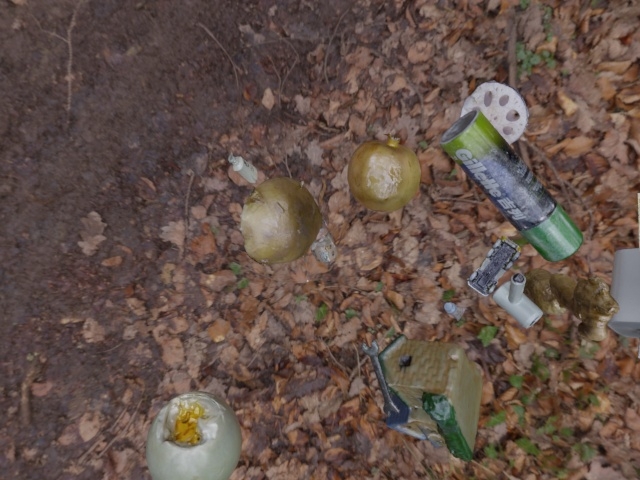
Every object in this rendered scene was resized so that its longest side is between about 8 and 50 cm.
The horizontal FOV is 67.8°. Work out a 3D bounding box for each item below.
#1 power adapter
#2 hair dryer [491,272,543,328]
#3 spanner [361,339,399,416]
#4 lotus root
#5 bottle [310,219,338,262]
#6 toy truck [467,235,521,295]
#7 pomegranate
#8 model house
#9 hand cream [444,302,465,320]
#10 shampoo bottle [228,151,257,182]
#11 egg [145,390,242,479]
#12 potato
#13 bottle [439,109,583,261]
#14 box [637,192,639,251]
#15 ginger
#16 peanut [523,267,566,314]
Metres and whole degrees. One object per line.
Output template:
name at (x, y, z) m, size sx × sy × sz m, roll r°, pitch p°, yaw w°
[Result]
power adapter at (0.764, 0.148, 1.077) m, size 0.124 × 0.187 × 0.255 m, roll 31°, pitch 68°, yaw -30°
hair dryer at (0.541, 0.145, 1.290) m, size 0.073 × 0.236 × 0.131 m, roll -38°, pitch 58°, yaw -6°
spanner at (0.168, 0.385, 1.322) m, size 0.054 × 0.015 × 0.255 m, roll -8°, pitch 110°, yaw 30°
lotus root at (0.678, -0.479, 1.906) m, size 0.271 × 0.192 × 0.272 m, roll 0°, pitch 89°, yaw 8°
bottle at (0.000, -0.001, 1.719) m, size 0.098 × 0.099 × 0.152 m, roll -24°, pitch 125°, yaw -3°
toy truck at (0.628, 0.090, 1.715) m, size 0.098 × 0.114 × 0.227 m, roll 37°, pitch 95°, yaw 15°
pomegranate at (0.255, -0.276, 1.927) m, size 0.318 × 0.319 × 0.320 m, roll 0°, pitch 85°, yaw -2°
model house at (0.371, 0.549, 1.738) m, size 0.342 × 0.382 × 0.335 m, roll -1°, pitch 49°, yaw 33°
hand cream at (0.538, 0.280, 1.902) m, size 0.043 × 0.170 × 0.065 m, roll 34°, pitch 93°, yaw 40°
shampoo bottle at (-0.219, -0.205, 1.335) m, size 0.034 × 0.141 × 0.049 m, roll 3°, pitch 79°, yaw 19°
egg at (-0.373, 0.617, 1.422) m, size 0.278 × 0.278 × 0.336 m, roll 4°, pitch 129°, yaw -1°
potato at (-0.077, -0.059, 1.282) m, size 0.115 × 0.299 × 0.239 m, roll -3°, pitch 102°, yaw 36°
bottle at (0.367, -0.097, 0.906) m, size 0.330 × 0.093 × 0.093 m, roll 43°, pitch 85°, yaw -13°
box at (0.343, -0.019, 0.484) m, size 0.093 × 0.015 × 0.058 m, roll -3°, pitch 91°, yaw -43°
ginger at (0.542, 0.116, 0.982) m, size 0.058 × 0.214 × 0.133 m, roll -8°, pitch 121°, yaw 3°
peanut at (0.709, 0.164, 1.500) m, size 0.110 × 0.236 × 0.120 m, roll -2°, pitch 107°, yaw 5°
